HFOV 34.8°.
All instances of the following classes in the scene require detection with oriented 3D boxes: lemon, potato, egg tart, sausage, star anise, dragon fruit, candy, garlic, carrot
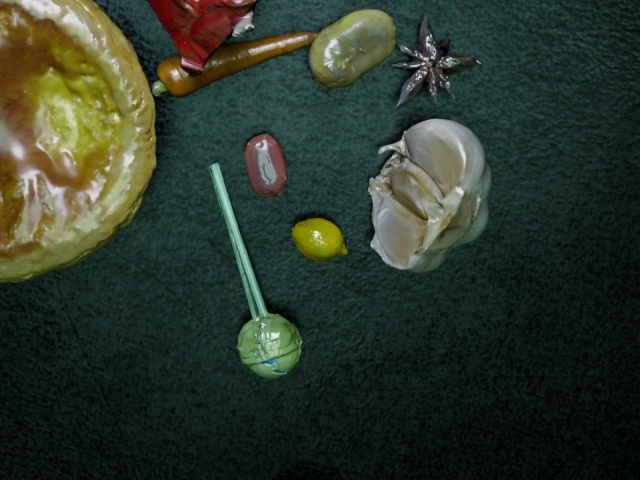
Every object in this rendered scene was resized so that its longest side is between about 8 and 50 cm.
[{"bbox_3d":[0.000,0.000,1.518,0.092,0.065,0.065,26,99,-9],"label":"lemon"},{"bbox_3d":[0.043,-0.273,1.455,0.138,0.070,0.092,-35,120,-11],"label":"potato"},{"bbox_3d":[-0.441,-0.158,1.399,0.443,0.178,0.443,0,101,-1],"label":"egg tart"},{"bbox_3d":[-0.080,-0.108,1.493,0.059,0.054,0.094,-12,102,-1],"label":"sausage"},{"bbox_3d":[0.152,-0.242,1.477,0.124,0.056,0.129,42,94,1],"label":"star anise"},{"bbox_3d":[-0.184,-0.405,1.299,0.282,0.100,0.344,-27,84,46],"label":"dragon fruit"},{"bbox_3d":[-0.110,0.044,1.522,0.093,0.092,0.336,-12,96,36],"label":"candy"},{"bbox_3d":[0.173,-0.067,1.483,0.142,0.178,0.229,-1,124,-34],"label":"garlic"},{"bbox_3d":[-0.123,-0.264,1.459,0.256,0.061,0.061,-21,102,-4],"label":"carrot"}]
